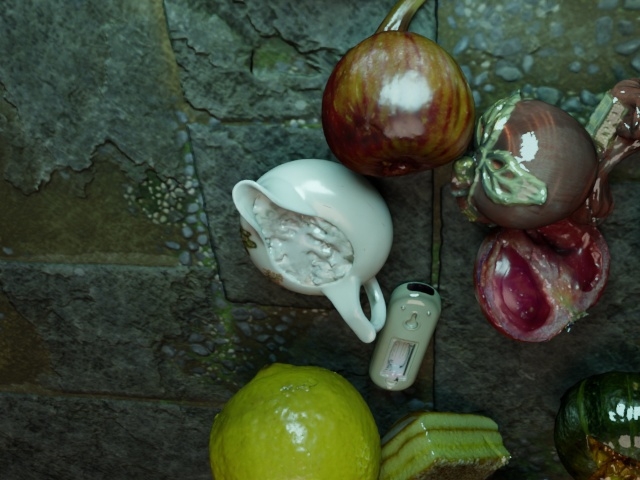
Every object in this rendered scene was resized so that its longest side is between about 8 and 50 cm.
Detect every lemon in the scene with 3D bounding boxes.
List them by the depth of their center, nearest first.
[{"bbox_3d":[-0.038,0.333,1.235,0.293,0.293,0.293,5,130,6],"label":"lemon"}]

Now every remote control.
[{"bbox_3d":[0.127,0.154,1.207,0.078,0.042,0.221,13,130,1],"label":"remote control"}]

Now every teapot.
[{"bbox_3d":[0.000,0.000,1.044,0.204,0.139,0.298,-33,116,28],"label":"teapot"}]

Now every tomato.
[{"bbox_3d":[0.280,0.040,1.058,0.189,0.099,0.173,-36,103,-11],"label":"tomato"}]

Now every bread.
[{"bbox_3d":[0.173,0.376,1.316,0.184,0.110,0.234,11,134,-33],"label":"bread"}]

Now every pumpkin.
[{"bbox_3d":[0.468,0.292,1.183,0.238,0.159,0.238,15,136,15],"label":"pumpkin"}]

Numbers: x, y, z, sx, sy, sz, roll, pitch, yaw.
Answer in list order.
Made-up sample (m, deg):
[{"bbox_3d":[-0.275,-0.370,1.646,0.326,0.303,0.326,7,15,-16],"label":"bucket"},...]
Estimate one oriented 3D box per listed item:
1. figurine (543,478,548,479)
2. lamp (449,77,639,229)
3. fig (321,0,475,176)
[{"bbox_3d":[0.404,0.557,1.383,0.338,0.204,0.283,-5,108,-14],"label":"figurine"},{"bbox_3d":[0.263,-0.103,0.920,0.223,0.151,0.215,-12,143,-33],"label":"lamp"},{"bbox_3d":[0.084,-0.178,0.891,0.175,0.207,0.175,-7,170,-1],"label":"fig"}]
